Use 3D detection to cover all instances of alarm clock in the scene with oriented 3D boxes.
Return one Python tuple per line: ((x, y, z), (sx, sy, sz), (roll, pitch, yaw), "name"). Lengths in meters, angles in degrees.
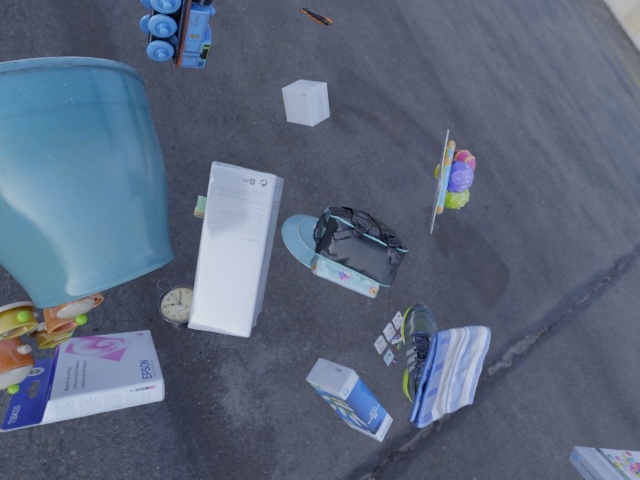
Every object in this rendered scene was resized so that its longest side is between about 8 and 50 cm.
((-0.432, 0.188, 1.239), (0.129, 0.064, 0.192), (-32, 68, -29), "alarm clock")

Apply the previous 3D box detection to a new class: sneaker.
((0.291, 0.330, 1.150), (0.110, 0.121, 0.300), (-4, 93, 0), "sneaker")

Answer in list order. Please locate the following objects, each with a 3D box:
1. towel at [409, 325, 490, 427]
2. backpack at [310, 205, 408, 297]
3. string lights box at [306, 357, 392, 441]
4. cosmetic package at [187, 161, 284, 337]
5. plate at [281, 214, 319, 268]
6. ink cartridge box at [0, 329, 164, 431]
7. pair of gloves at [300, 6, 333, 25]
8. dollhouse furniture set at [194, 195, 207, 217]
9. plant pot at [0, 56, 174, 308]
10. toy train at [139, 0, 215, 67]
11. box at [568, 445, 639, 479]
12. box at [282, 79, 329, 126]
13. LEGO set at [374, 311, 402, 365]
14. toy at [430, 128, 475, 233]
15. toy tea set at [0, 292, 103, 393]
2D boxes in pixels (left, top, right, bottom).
((0.302, 0.295, 0.919), (0.284, 0.034, 0.210), (11, 95, -48), "towel")
((0.062, 0.012, 0.781), (0.165, 0.145, 0.188), (21, 19, -10), "backpack")
((0.086, 0.450, 1.158), (0.077, 0.133, 0.260), (-52, 123, -28), "string lights box")
((-0.201, 0.017, 1.016), (0.156, 0.217, 0.386), (12, 95, -2), "cosmetic package")
((0.000, 0.000, 0.947), (0.188, 0.024, 0.188), (20, 38, -17), "plate")
((-0.600, 0.338, 1.065), (0.329, 0.324, 0.072), (0, 102, -29), "ink cartridge box")
((-0.011, -0.501, 0.918), (0.074, 0.010, 0.083), (20, 20, -16), "pair of gloves")
((-0.381, -0.108, 1.497), (0.151, 0.058, 0.076), (10, 104, -53), "dollhouse furniture set")
((-0.327, -0.059, 0.543), (0.271, 0.271, 0.256), (-25, 101, -40), "plant pot")
((-0.219, -0.351, 0.638), (0.105, 0.184, 0.080), (-11, 75, -29), "toy train")
((0.598, 0.459, 0.765), (0.186, 0.038, 0.145), (10, 16, -9), "box")
((-0.040, -0.396, 1.176), (0.101, 0.101, 0.087), (20, 45, 32), "box")
((0.308, 0.436, 1.778), (0.182, 0.060, 0.244), (-49, 134, -22), "LEGO set")
((0.207, -0.098, 0.635), (0.056, 0.137, 0.237), (8, 15, 12), "toy")
((-0.548, 0.196, 0.808), (0.200, 0.336, 0.124), (-17, 74, -50), "toy tea set")
